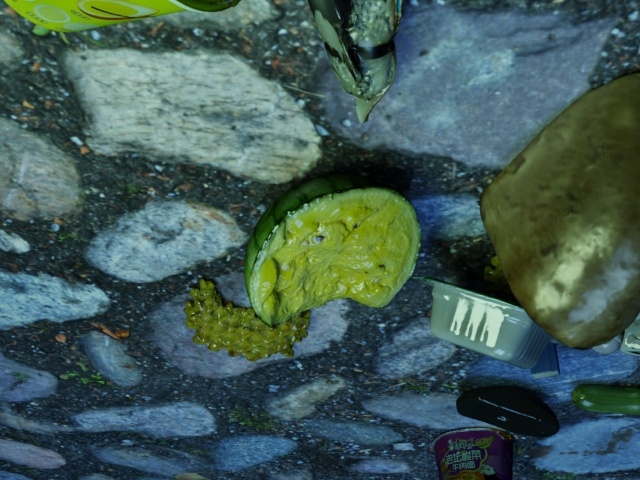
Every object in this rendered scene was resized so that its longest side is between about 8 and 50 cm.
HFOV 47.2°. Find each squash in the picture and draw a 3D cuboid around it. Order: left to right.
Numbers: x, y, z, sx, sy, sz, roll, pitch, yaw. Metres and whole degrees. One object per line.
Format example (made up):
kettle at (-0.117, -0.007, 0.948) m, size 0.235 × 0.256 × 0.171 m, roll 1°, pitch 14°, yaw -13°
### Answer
squash at (0.741, 0.402, 1.851) m, size 0.219 × 0.068 × 0.077 m, roll 3°, pitch 136°, yaw 1°

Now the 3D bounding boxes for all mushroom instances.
mushroom at (0.464, -0.058, 1.158) m, size 0.224 × 0.313 × 0.397 m, roll 17°, pitch 133°, yaw -22°

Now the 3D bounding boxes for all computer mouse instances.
computer mouse at (0.485, 0.427, 1.893) m, size 0.270 × 0.086 × 0.137 m, roll 18°, pitch 145°, yaw -2°

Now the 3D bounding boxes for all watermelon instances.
watermelon at (0.000, 0.000, 1.329) m, size 0.331 × 0.189 × 0.330 m, roll -17°, pitch 127°, yaw -24°

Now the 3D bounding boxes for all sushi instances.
sushi at (0.068, -0.293, 1.044) m, size 0.109 × 0.134 × 0.272 m, roll -28°, pitch 130°, yaw -4°

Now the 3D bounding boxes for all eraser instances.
eraser at (0.520, 0.276, 1.706) m, size 0.063 × 0.084 × 0.027 m, roll -17°, pitch 137°, yaw 25°

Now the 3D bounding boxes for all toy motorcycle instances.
toy motorcycle at (0.710, 0.204, 1.583) m, size 0.254 × 0.112 × 0.112 m, roll -17°, pitch 136°, yaw 26°

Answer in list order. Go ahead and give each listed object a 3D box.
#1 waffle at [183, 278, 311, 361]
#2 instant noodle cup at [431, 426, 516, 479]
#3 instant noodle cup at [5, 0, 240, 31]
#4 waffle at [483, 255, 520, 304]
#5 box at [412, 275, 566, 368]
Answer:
waffle at (-0.176, 0.202, 1.698) m, size 0.293 × 0.069 × 0.259 m, roll 12°, pitch 139°, yaw -7°
instant noodle cup at (0.451, 0.681, 2.122) m, size 0.251 × 0.190 × 0.251 m, roll 2°, pitch 140°, yaw 2°
instant noodle cup at (-0.249, -0.383, 0.837) m, size 0.222 × 0.311 × 0.311 m, roll -9°, pitch 140°, yaw 29°
waffle at (0.497, 0.096, 1.512) m, size 0.307 × 0.060 × 0.311 m, roll -8°, pitch 137°, yaw 16°
box at (0.331, 0.173, 1.417) m, size 0.264 × 0.106 × 0.337 m, roll 16°, pitch 175°, yaw 31°
